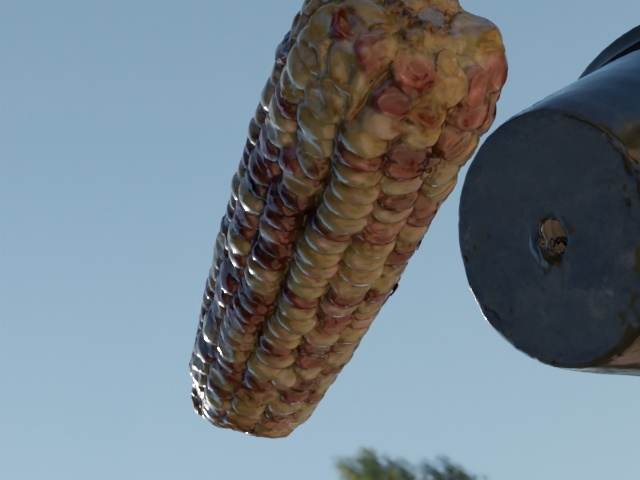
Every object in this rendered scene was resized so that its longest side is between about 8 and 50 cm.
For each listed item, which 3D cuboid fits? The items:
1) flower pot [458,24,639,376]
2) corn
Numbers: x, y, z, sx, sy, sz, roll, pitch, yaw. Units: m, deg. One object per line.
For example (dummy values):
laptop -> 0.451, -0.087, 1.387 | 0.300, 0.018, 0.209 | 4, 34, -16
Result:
flower pot -> 0.174, -0.010, 0.828 | 0.148, 0.235, 0.235 | -9, -57, -40
corn -> 0.000, 0.000, 0.550 | 0.079, 0.079, 0.237 | -31, -25, -38
